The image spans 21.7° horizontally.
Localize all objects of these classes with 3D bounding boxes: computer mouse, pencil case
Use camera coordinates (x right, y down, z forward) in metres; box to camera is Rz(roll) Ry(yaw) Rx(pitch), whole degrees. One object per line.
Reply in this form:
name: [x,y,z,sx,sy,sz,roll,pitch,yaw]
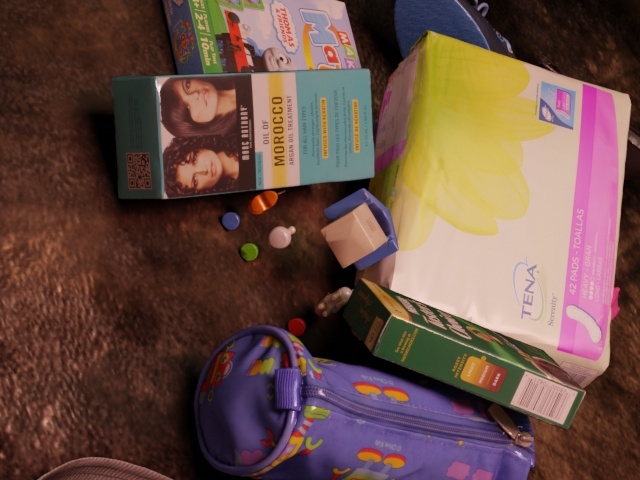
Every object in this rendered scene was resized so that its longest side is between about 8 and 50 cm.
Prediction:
computer mouse: [0.320,-0.098,1.812,0.184,0.060,0.262,36,11,-25]
pencil case: [0.048,0.154,1.352,0.306,0.133,0.119,18,60,-39]

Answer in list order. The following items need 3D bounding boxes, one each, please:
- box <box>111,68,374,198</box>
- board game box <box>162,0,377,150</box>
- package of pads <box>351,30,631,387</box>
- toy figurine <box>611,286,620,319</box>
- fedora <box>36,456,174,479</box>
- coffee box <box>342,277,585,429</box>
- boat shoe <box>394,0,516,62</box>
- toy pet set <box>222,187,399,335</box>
box: [-0.060,-0.093,1.408,0.244,0.060,0.100,-8,98,-44]
board game box: [-0.045,-0.164,1.531,0.211,0.039,0.160,8,60,-45]
package of pads: [0.155,-0.026,1.522,0.229,0.101,0.296,16,65,-16]
toy figurine: [0.255,0.018,1.707,0.173,0.130,0.159,-5,82,-74]
fedora: [-0.094,0.254,1.139,0.275,0.124,0.244,33,46,-29]
coffee box: [0.116,0.092,1.368,0.184,0.040,0.113,22,9,-15]
boat shoe: [0.153,-0.173,1.722,0.258,0.109,0.089,58,28,-29]
toy pet set: [0.000,0.000,1.430,0.122,0.114,0.065,59,23,-2]
